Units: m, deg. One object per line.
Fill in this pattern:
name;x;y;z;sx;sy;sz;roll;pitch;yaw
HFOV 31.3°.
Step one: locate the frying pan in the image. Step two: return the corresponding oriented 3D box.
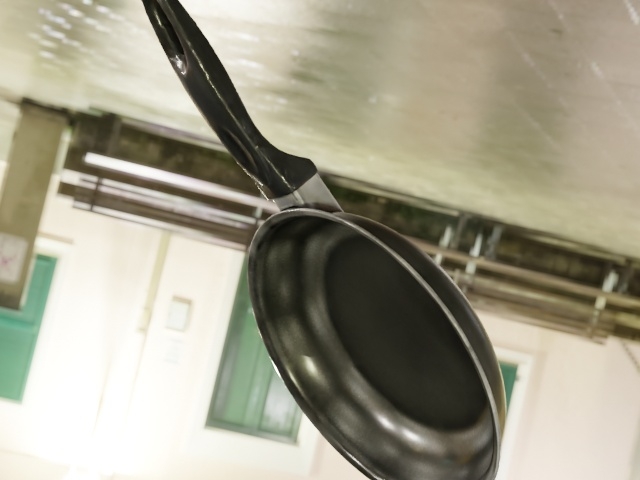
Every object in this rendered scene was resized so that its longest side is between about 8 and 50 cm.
frying pan;-0.008;0.015;0.665;0.326;0.053;0.197;51;148;11
